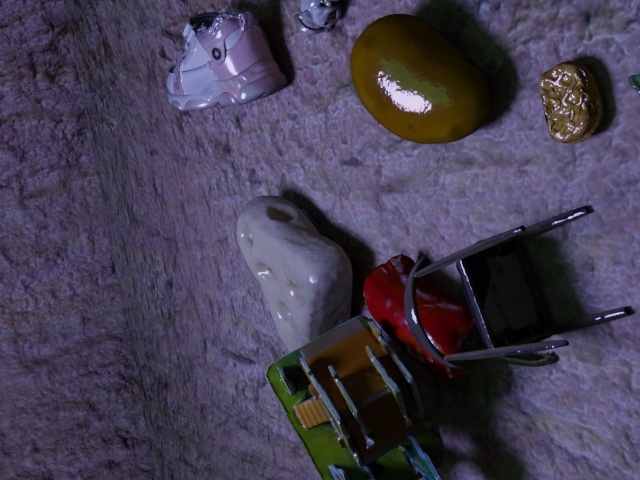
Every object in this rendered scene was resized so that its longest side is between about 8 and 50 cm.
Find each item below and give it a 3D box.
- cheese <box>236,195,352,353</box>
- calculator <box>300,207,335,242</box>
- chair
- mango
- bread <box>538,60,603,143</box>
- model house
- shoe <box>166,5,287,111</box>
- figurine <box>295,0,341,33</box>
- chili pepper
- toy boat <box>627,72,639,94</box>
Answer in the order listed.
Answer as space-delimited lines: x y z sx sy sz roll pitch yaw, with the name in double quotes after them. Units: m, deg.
-0.062 0.099 1.606 0.351 0.130 0.328 39 141 42 "cheese"
0.000 0.000 1.590 0.172 0.018 0.057 48 140 36 "calculator"
0.269 0.077 1.074 0.272 0.166 0.188 -27 79 52 "chair"
0.151 -0.242 1.157 0.254 0.139 0.175 49 146 26 "mango"
0.335 -0.185 0.985 0.083 0.044 0.110 -19 84 56 "bread"
0.080 0.328 1.261 0.357 0.242 0.313 63 175 3 "model house"
-0.223 -0.404 1.625 0.351 0.172 0.198 6 117 44 "shoe"
-0.001 -0.448 1.344 0.132 0.132 0.153 65 160 17 "figurine"
0.206 0.160 1.231 0.338 0.131 0.134 40 130 43 "chili pepper"
0.468 -0.117 0.798 0.293 0.055 0.093 53 140 32 "toy boat"
